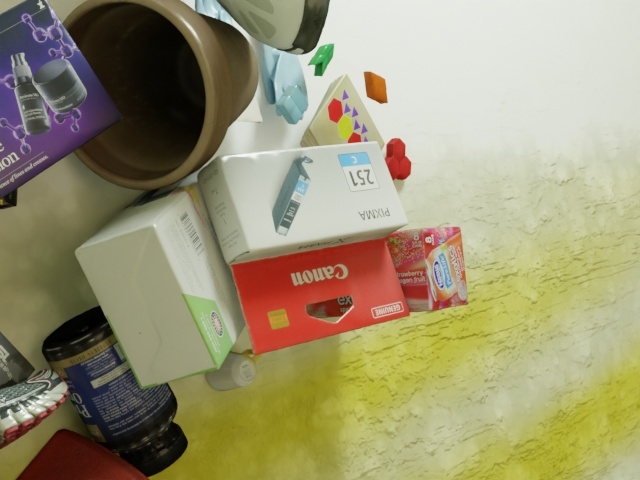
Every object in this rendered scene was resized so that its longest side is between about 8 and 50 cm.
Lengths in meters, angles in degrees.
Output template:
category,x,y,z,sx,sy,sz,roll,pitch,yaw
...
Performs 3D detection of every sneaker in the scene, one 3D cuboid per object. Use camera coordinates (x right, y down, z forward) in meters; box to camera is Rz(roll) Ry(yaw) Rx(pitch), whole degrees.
category,x,y,z,sx,sy,sz,roll,pitch,yaw
sneaker,-0.413,0.193,1.102,0.299,0.121,0.112,-15,75,-48
sneaker,-0.184,-0.382,1.341,0.258,0.447,0.169,-5,128,-33

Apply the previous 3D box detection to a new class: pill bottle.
category,x,y,z,sx,sy,sz,roll,pitch,yaw
pill bottle,-0.267,0.203,1.336,0.123,0.123,0.219,-39,111,-39

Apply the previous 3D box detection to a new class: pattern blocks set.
category,x,y,z,sx,sy,sz,roll,pitch,yaw
pattern blocks set,0.041,-0.170,1.697,0.285,0.026,0.324,-52,132,-34

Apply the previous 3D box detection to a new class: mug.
category,x,y,z,sx,sy,sz,roll,pitch,yaw
mug,-0.127,0.189,1.509,0.062,0.064,0.078,35,62,-34

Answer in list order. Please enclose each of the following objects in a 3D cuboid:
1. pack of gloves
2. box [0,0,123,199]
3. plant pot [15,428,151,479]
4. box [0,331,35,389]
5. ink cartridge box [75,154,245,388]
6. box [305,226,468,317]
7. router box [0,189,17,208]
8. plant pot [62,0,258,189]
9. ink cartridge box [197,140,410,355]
category,x,y,z,sx,sy,sz,roll,pitch,yaw
pack of gloves,-0.116,-0.291,1.603,0.195,0.046,0.232,-5,79,-43
box,-0.400,-0.150,1.199,0.261,0.103,0.184,-42,106,-33
plant pot,-0.263,0.423,1.238,0.267,0.236,0.267,55,53,-24
box,-0.515,0.132,1.143,0.307,0.077,0.242,55,52,-24
ink cartridge box,-0.181,0.027,1.383,0.353,0.119,0.207,-60,130,-68
box,0.091,0.052,1.592,0.123,0.257,0.128,-2,87,-52
router box,-0.448,-0.135,1.257,0.133,0.046,0.178,6,80,-42
plant pot,-0.203,-0.219,1.389,0.229,0.263,0.263,-33,109,-60
ink cartridge box,0.000,0.000,1.394,0.296,0.066,0.261,-10,76,-40
